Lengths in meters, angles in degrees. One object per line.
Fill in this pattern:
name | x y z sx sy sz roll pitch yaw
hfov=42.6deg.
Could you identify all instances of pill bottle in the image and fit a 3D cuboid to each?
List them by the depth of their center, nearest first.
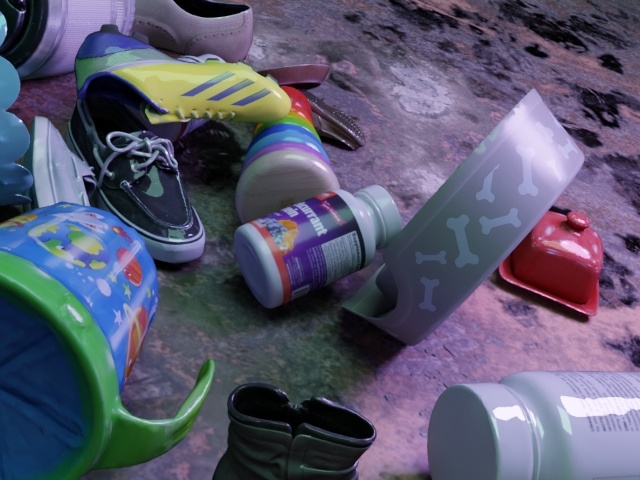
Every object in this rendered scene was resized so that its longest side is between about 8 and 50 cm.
pill bottle | 0.268 0.218 0.867 0.283 0.160 0.160 5 39 -22
pill bottle | 0.000 0.000 1.018 0.193 0.108 0.108 -23 52 -21
pill bottle | -0.210 -0.217 1.237 0.108 0.108 0.180 30 37 12

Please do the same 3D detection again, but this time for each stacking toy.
stacking toy | -0.055 -0.133 1.204 0.141 0.141 0.330 12 30 -13

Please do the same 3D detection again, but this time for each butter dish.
butter dish | 0.359 0.009 1.220 0.159 0.118 0.160 23 35 2

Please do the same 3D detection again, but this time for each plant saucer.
plant saucer | -0.066 -0.263 1.369 0.168 0.029 0.168 -9 5 1

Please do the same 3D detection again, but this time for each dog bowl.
dog bowl | 0.175 -0.016 0.990 0.102 0.349 0.349 43 39 6

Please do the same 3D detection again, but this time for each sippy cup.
sippy cup | -0.261 0.076 0.754 0.305 0.240 0.224 58 21 -15

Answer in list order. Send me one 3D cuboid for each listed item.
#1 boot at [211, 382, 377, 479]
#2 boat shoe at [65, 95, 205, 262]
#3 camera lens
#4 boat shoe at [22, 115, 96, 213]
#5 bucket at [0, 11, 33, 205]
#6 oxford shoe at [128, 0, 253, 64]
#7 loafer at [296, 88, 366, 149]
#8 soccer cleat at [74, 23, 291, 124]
boot | 0.020 0.222 0.737 0.246 0.161 0.083 17 36 -5
boat shoe | -0.239 -0.098 1.069 0.113 0.105 0.306 -8 45 -34
camera lens | -0.411 -0.341 1.162 0.219 0.219 0.274 25 19 6
boat shoe | -0.321 -0.065 1.020 0.081 0.079 0.228 6 44 -31
bucket | -0.444 -0.159 0.912 0.183 0.281 0.281 -12 47 -25
oxford shoe | -0.302 -0.389 1.377 0.396 0.147 0.140 12 39 -8
loafer | 0.010 -0.196 1.373 0.148 0.050 0.056 35 30 -7
soccer cleat | -0.182 -0.191 1.093 0.289 0.093 0.121 14 63 -15
